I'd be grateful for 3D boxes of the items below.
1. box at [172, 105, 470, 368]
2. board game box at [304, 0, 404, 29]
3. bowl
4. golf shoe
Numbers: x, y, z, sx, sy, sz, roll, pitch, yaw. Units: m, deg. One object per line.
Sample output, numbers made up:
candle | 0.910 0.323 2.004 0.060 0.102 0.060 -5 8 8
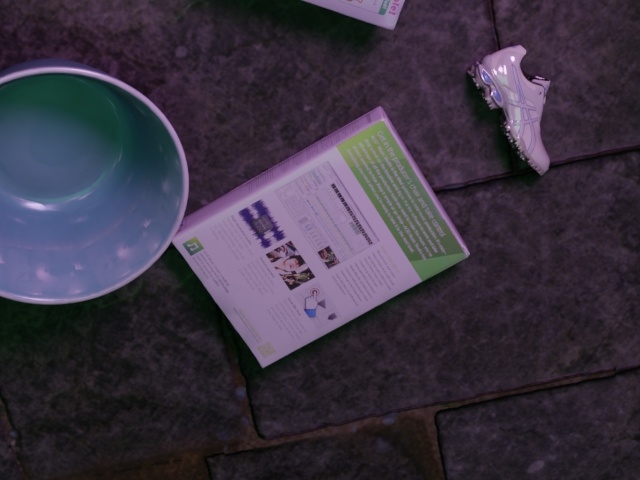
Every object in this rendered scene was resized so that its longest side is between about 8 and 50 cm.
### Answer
box | 0.000 0.000 1.858 0.322 0.058 0.232 -28 114 11
board game box | -0.018 -0.402 1.641 0.303 0.097 0.224 18 114 -10
bowl | -0.323 -0.096 1.715 0.312 0.163 0.311 -6 122 -11
golf shoe | 0.261 -0.165 1.792 0.086 0.069 0.176 -31 115 4
